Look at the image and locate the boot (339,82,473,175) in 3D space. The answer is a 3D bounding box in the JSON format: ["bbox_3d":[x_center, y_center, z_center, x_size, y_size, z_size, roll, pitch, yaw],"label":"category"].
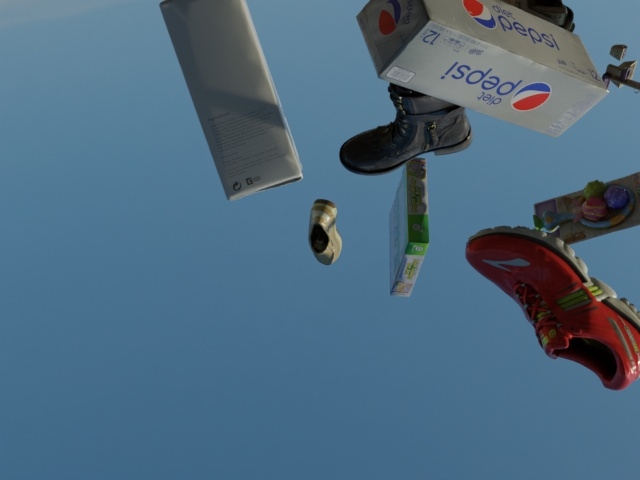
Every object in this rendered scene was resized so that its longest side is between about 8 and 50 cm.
[{"bbox_3d":[0.141,-0.209,1.646,0.263,0.229,0.091,-15,-111,7],"label":"boot"}]

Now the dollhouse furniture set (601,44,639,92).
[{"bbox_3d":[0.505,-0.269,1.555,0.081,0.091,0.114,25,-144,25],"label":"dollhouse furniture set"}]

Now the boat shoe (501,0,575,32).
[{"bbox_3d":[0.364,-0.361,1.661,0.122,0.341,0.110,-18,-176,-34],"label":"boat shoe"}]

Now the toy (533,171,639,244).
[{"bbox_3d":[0.515,-0.069,1.865,0.237,0.056,0.137,-21,-139,26],"label":"toy"}]

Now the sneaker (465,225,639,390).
[{"bbox_3d":[0.299,0.086,1.247,0.279,0.107,0.118,35,-126,1],"label":"sneaker"}]

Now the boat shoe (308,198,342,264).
[{"bbox_3d":[0.000,0.000,1.962,0.068,0.190,0.072,8,-125,14],"label":"boat shoe"}]

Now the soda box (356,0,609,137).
[{"bbox_3d":[0.183,-0.206,1.091,0.286,0.091,0.098,11,-131,-36],"label":"soda box"}]

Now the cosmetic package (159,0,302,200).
[{"bbox_3d":[-0.164,-0.285,1.872,0.156,0.385,0.217,-17,-170,1],"label":"cosmetic package"}]

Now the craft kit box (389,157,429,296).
[{"bbox_3d":[0.212,-0.031,2.388,0.061,0.246,0.250,3,-123,-2],"label":"craft kit box"}]
